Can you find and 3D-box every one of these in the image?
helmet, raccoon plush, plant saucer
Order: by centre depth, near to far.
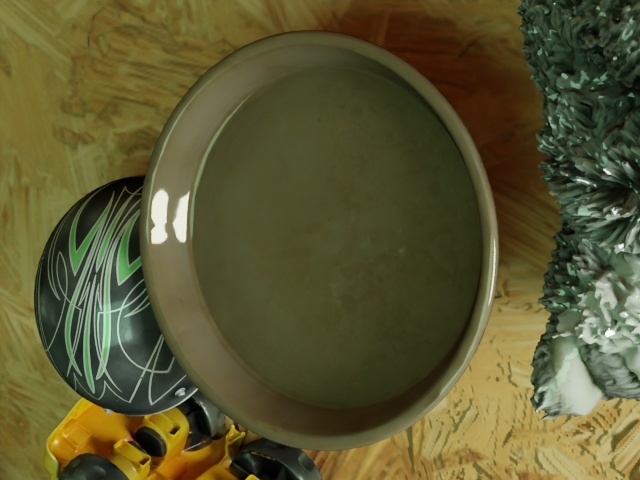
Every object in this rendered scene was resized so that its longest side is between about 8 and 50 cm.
[{"bbox_3d":[0.179,-0.105,1.251,0.446,0.216,0.299,62,141,27],"label":"raccoon plush"},{"bbox_3d":[0.000,0.000,1.290,0.278,0.041,0.278,3,95,32],"label":"plant saucer"},{"bbox_3d":[-0.133,0.039,1.436,0.169,0.161,0.169,11,116,22],"label":"helmet"}]

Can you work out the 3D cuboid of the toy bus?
[{"bbox_3d":[-0.117,0.234,1.542,0.220,0.149,0.211,36,139,11],"label":"toy bus"}]
